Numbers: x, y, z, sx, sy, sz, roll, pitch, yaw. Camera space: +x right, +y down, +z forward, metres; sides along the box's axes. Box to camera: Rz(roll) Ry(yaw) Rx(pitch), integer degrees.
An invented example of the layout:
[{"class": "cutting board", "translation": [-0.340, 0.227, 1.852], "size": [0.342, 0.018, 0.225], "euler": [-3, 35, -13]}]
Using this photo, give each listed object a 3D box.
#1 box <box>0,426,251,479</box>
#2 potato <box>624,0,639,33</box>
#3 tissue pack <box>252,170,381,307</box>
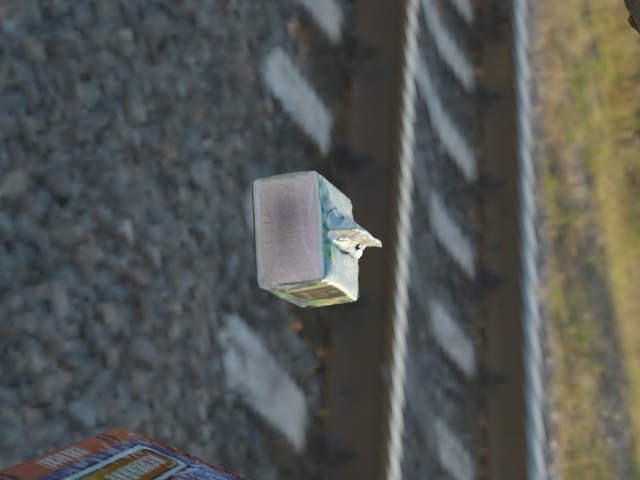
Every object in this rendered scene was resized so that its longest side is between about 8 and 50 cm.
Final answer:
[{"class": "box", "translation": [-0.055, 0.279, 0.903], "size": [0.257, 0.318, 0.348], "euler": [-64, 173, 3]}, {"class": "potato", "translation": [0.235, -0.211, 1.125], "size": [0.138, 0.098, 0.243], "euler": [-43, 148, -64]}, {"class": "tissue pack", "translation": [0.000, 0.000, 1.326], "size": [0.111, 0.079, 0.085], "euler": [36, 49, -72]}]
